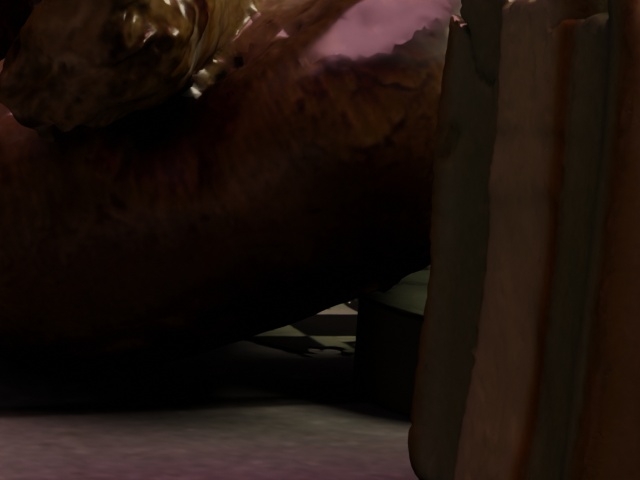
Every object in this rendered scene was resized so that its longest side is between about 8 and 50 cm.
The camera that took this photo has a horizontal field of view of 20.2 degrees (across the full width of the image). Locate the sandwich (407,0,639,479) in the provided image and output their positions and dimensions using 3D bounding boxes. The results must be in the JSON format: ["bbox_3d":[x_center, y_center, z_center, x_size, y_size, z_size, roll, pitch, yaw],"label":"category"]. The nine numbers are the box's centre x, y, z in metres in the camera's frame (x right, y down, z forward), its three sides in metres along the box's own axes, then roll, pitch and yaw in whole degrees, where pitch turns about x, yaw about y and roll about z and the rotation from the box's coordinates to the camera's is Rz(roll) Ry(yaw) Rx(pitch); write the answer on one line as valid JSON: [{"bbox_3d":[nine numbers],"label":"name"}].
[{"bbox_3d":[0.162,0.001,0.564,0.227,0.198,0.155,2,9,-17],"label":"sandwich"}]

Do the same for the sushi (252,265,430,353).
[{"bbox_3d":[0.000,0.000,0.981,0.264,0.050,0.290,12,12,41],"label":"sushi"}]

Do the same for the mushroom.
[{"bbox_3d":[-0.040,-0.042,0.741,0.297,0.163,0.278,-18,-2,11],"label":"mushroom"}]

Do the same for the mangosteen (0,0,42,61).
[{"bbox_3d":[-0.112,-0.140,1.072,0.288,0.288,0.288,5,9,-1],"label":"mangosteen"}]

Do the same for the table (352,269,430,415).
[{"bbox_3d":[0.081,0.044,0.753,0.133,0.043,0.133,5,8,-1],"label":"table"}]
